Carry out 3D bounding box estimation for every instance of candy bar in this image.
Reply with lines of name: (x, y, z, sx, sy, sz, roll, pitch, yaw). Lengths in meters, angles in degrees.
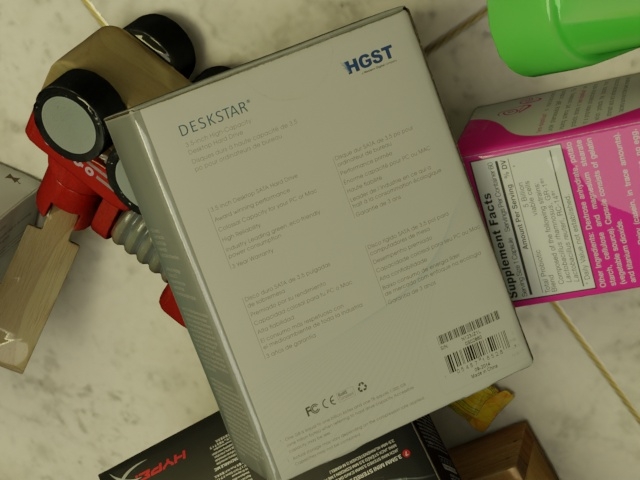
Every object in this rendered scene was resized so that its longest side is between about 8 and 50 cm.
candy bar: (0.070, 0.080, 1.020, 0.161, 0.018, 0.040, 39, 114, -2)

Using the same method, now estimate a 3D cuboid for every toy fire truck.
toy fire truck: (-0.131, 0.003, 0.987, 0.217, 0.158, 0.246, 38, 135, 2)

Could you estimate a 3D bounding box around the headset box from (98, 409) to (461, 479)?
headset box: (0.012, 0.244, 0.934, 0.218, 0.110, 0.293, -29, 72, 8)

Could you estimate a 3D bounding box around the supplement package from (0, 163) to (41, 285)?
supplement package: (-0.354, 0.027, 0.979, 0.204, 0.262, 0.145, 23, 117, 6)

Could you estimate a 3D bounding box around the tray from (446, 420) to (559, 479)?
tray: (0.022, 0.305, 1.102, 0.410, 0.076, 0.203, -24, 105, 24)

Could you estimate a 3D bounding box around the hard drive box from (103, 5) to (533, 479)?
hard drive box: (0.000, 0.000, 0.837, 0.181, 0.089, 0.232, -22, 99, -17)

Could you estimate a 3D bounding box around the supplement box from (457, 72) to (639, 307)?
supplement box: (0.205, -0.042, 0.875, 0.220, 0.111, 0.114, -9, 109, 20)

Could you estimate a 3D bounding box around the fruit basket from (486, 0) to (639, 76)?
fruit basket: (0.188, -0.261, 0.696, 0.391, 0.392, 0.283, -2, 112, 17)
